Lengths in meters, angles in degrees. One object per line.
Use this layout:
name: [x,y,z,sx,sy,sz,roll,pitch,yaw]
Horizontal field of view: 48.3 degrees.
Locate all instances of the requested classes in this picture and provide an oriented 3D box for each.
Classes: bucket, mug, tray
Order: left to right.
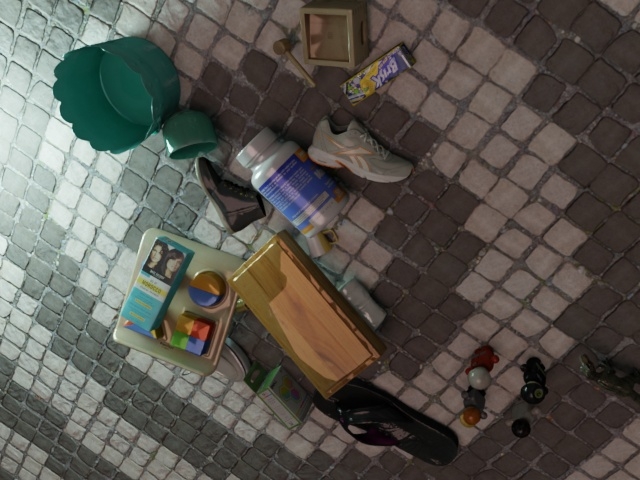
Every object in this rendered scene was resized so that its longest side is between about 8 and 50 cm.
bucket: [-0.498,-0.369,1.782,0.282,0.183,0.281,9,119,16]
mug: [-0.342,-0.267,1.812,0.158,0.130,0.097,-20,83,36]
tray: [-0.040,0.194,1.873,0.203,0.076,0.411,-42,86,21]
mug: [-0.003,0.001,1.882,0.062,0.078,0.064,-9,108,61]

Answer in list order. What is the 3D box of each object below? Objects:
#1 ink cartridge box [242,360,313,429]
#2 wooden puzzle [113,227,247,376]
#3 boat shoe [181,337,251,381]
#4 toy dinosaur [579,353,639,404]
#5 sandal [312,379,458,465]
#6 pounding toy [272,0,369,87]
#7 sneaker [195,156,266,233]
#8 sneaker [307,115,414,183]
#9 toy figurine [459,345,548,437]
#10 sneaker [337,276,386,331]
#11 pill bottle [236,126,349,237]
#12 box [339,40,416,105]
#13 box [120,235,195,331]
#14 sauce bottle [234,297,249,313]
ink cartridge box: [-0.123,0.447,2.122,0.062,0.109,0.209,-37,100,31]
wooden puzzle: [-0.402,0.172,2.004,0.322,0.080,0.347,19,93,10]
boat shoe: [-0.379,0.323,2.118,0.367,0.156,0.136,42,125,-6]
toy dinosaur: [0.741,0.345,1.750,0.268,0.118,0.064,29,123,3]
sandal: [0.181,0.531,2.057,0.446,0.107,0.167,22,122,8]
pounding toy: [0.001,-0.447,1.620,0.206,0.094,0.180,11,125,25]
sneaker: [-0.235,-0.137,1.883,0.118,0.083,0.222,-25,103,13]
sneaker: [0.100,-0.220,1.699,0.263,0.099,0.120,17,117,10]
toy figurine: [0.474,0.400,1.858,0.213,0.148,0.209,14,120,12]
sneaker: [0.048,0.246,1.956,0.169,0.108,0.292,45,121,-3]
pill bottle: [-0.072,-0.148,1.763,0.272,0.152,0.152,45,122,-7]
box: [0.131,-0.379,1.625,0.169,0.054,0.059,-29,104,30]
box: [-0.443,0.117,1.943,0.101,0.060,0.244,28,99,8]
sauce bottle: [-0.212,0.178,2.053,0.128,0.042,0.042,-21,108,25]
